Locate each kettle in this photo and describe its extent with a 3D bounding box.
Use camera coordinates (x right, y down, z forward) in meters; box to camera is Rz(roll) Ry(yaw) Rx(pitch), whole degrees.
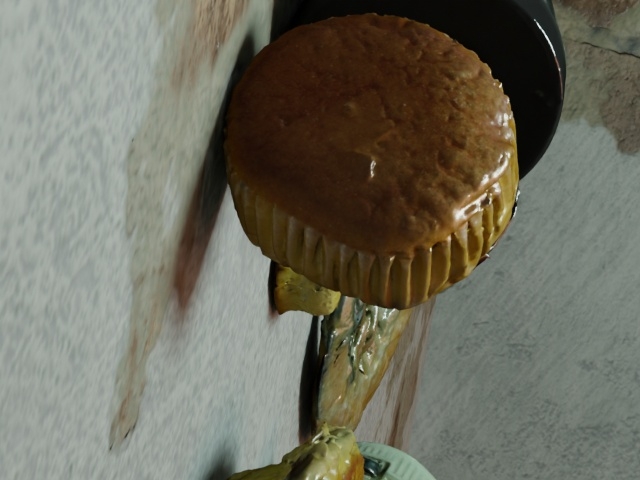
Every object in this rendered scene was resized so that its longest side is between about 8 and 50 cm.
[{"bbox_3d":[0.091,-0.161,1.387,0.271,0.207,0.251,-80,156,-54],"label":"kettle"}]

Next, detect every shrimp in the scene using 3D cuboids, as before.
[{"bbox_3d":[0.057,0.005,1.853,0.272,0.085,0.445,-16,122,-75],"label":"shrimp"}]

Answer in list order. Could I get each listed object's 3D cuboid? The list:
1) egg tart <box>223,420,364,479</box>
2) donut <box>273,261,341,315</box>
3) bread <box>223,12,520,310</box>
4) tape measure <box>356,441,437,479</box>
[{"bbox_3d":[-0.047,0.275,1.389,0.295,0.116,0.295,14,90,-83],"label":"egg tart"},{"bbox_3d":[0.000,0.000,1.507,0.140,0.059,0.140,14,90,-84],"label":"donut"},{"bbox_3d":[0.034,-0.058,1.167,0.104,0.199,0.199,81,23,-63],"label":"bread"},{"bbox_3d":[0.019,0.303,1.664,0.235,0.207,0.115,-36,-168,36],"label":"tape measure"}]
